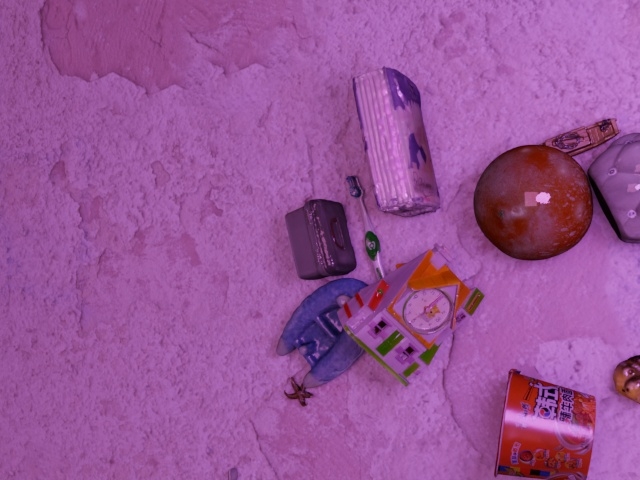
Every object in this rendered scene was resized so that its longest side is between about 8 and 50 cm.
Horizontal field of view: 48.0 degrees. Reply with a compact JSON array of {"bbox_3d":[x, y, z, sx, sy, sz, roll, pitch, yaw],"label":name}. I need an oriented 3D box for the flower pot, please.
[{"bbox_3d":[0.705,-0.115,1.549,0.195,0.246,0.246,-26,77,16],"label":"flower pot"}]

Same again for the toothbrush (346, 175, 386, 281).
[{"bbox_3d":[0.143,0.024,1.912,0.042,0.040,0.418,-19,84,25],"label":"toothbrush"}]

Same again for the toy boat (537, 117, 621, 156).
[{"bbox_3d":[0.598,-0.233,1.686,0.200,0.077,0.057,-20,79,23],"label":"toy boat"}]

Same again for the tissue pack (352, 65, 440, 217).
[{"bbox_3d":[0.193,-0.232,1.783,0.125,0.242,0.343,-12,83,23],"label":"tissue pack"}]

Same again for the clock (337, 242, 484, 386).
[{"bbox_3d":[0.233,0.164,1.759,0.309,0.166,0.235,-44,110,7],"label":"clock"}]

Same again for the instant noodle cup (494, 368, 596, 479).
[{"bbox_3d":[0.507,0.428,1.624,0.192,0.250,0.250,8,91,16],"label":"instant noodle cup"}]

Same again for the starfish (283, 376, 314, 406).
[{"bbox_3d":[-0.060,0.418,1.989,0.078,0.028,0.091,-36,71,13],"label":"starfish"}]

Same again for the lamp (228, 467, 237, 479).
[{"bbox_3d":[-0.177,0.702,2.018,0.198,0.050,0.056,16,93,25],"label":"lamp"}]

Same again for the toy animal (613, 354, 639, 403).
[{"bbox_3d":[0.770,0.302,1.570,0.233,0.121,0.168,-36,63,16],"label":"toy animal"}]

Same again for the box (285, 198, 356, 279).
[{"bbox_3d":[0.000,0.000,1.917,0.129,0.148,0.210,-19,78,31],"label":"box"}]

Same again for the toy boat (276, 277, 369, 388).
[{"bbox_3d":[0.015,0.240,1.911,0.330,0.123,0.215,-45,70,18],"label":"toy boat"}]

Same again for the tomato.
[{"bbox_3d":[0.473,-0.080,1.638,0.270,0.223,0.270,18,119,37],"label":"tomato"}]
